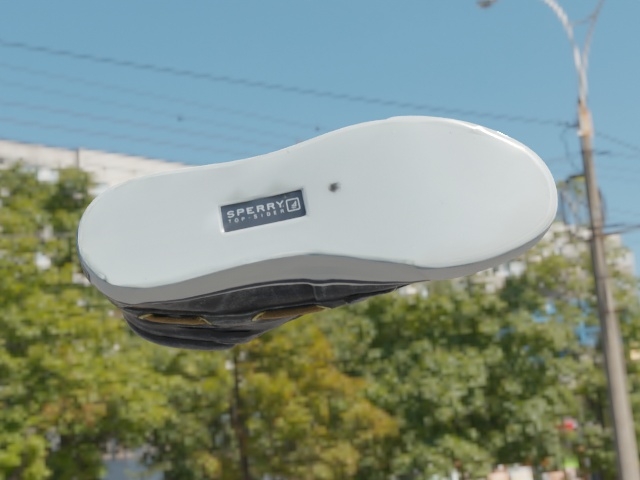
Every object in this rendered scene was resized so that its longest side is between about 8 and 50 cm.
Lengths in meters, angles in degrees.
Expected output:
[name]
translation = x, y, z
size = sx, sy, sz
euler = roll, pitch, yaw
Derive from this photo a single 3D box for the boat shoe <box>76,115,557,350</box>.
[boat shoe]
translation = 0.000, 0.000, 0.495
size = 0.183, 0.065, 0.083
euler = -6, -22, 1
